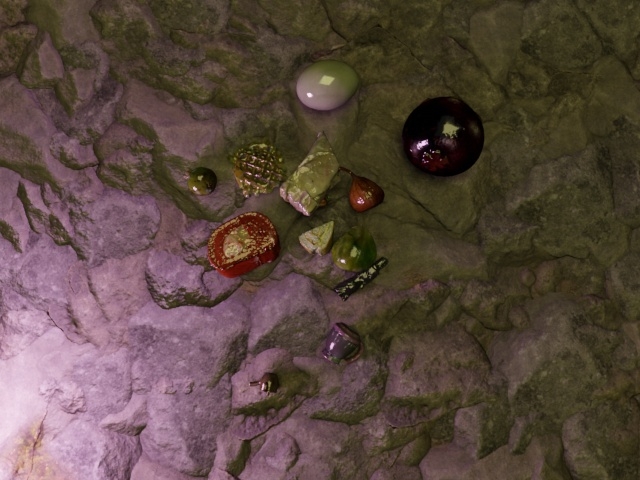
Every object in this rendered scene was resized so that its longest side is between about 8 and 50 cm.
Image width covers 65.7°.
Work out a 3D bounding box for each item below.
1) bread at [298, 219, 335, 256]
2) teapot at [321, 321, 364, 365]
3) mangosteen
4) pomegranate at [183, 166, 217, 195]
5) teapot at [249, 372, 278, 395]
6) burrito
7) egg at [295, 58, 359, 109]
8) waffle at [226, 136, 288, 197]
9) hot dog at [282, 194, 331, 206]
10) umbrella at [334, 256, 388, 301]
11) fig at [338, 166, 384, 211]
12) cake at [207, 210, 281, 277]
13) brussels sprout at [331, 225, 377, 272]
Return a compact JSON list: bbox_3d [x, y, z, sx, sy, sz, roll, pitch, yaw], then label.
[{"bbox_3d":[0.006,-0.001,1.877,0.156,0.103,0.110,-26,77,2],"label":"bread"},{"bbox_3d":[0.077,0.390,1.836,0.116,0.148,0.146,38,94,39],"label":"teapot"},{"bbox_3d":[0.471,-0.408,1.879,0.307,0.307,0.347,26,54,1],"label":"mangosteen"},{"bbox_3d":[-0.464,-0.233,1.896,0.142,0.114,0.114,28,80,31],"label":"pomegranate"},{"bbox_3d":[-0.210,0.521,1.807,0.110,0.085,0.080,7,79,18],"label":"teapot"},{"bbox_3d":[-0.014,-0.248,1.883,0.175,0.107,0.348,34,64,-6],"label":"burrito"},{"bbox_3d":[0.028,-0.604,1.924,0.253,0.186,0.187,-10,82,-3],"label":"egg"},{"bbox_3d":[-0.238,-0.285,1.932,0.204,0.054,0.223,-24,83,-6],"label":"waffle"},{"bbox_3d":[-0.054,-0.165,1.921,0.188,0.055,0.072,5,60,-6],"label":"hot dog"},{"bbox_3d":[0.159,0.138,1.888,0.235,0.059,0.066,-38,102,-6],"label":"umbrella"},{"bbox_3d":[0.148,-0.205,1.892,0.133,0.146,0.201,-33,85,-23],"label":"fig"},{"bbox_3d":[-0.285,0.014,1.844,0.283,0.151,0.177,-25,72,-6],"label":"cake"},{"bbox_3d":[0.131,0.037,1.851,0.144,0.161,0.181,46,65,-40],"label":"brussels sprout"}]
